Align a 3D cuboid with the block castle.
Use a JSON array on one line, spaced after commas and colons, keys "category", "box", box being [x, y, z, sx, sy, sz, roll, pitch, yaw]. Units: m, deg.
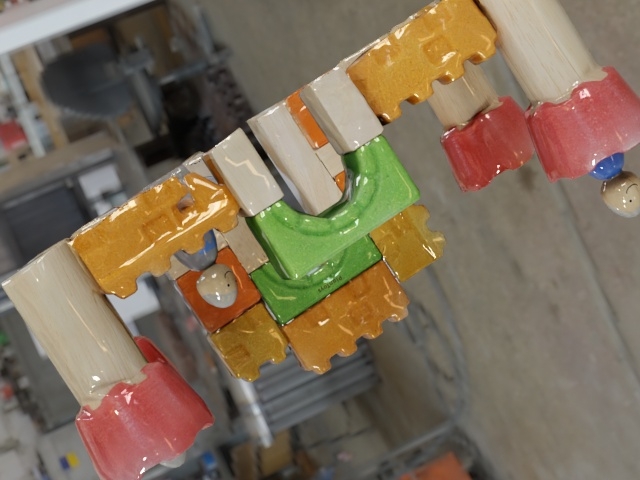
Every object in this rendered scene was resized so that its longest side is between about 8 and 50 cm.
[{"category": "block castle", "box": [0.000, 0.000, 1.051, 0.213, 0.453, 0.303, 57, 171, -6]}]
